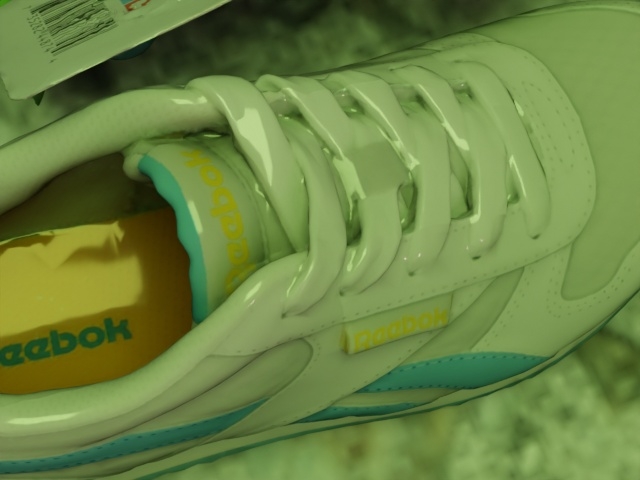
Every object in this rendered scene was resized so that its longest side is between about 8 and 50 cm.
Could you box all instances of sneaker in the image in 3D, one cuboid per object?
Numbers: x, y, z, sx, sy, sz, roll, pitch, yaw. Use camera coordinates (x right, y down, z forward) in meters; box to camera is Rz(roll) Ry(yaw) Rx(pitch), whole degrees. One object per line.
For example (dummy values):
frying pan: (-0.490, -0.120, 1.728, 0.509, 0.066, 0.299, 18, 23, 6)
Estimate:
sneaker: (0.000, 0.000, 0.349, 0.228, 0.092, 0.087, -22, 76, -11)

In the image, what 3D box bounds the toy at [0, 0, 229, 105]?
toy: (0.028, -0.091, 0.380, 0.237, 0.137, 0.056, -23, 122, -9)
